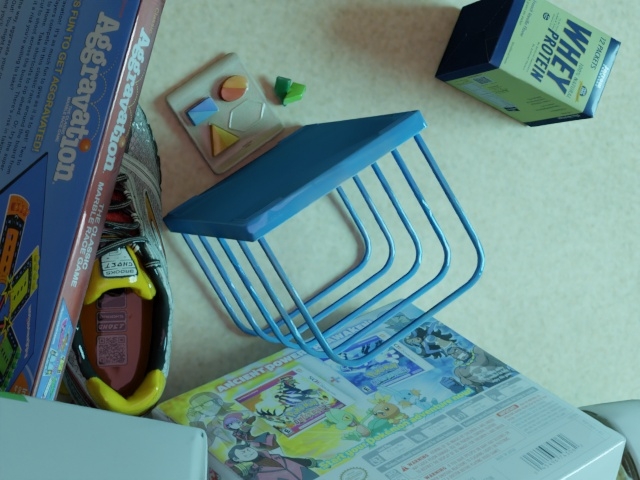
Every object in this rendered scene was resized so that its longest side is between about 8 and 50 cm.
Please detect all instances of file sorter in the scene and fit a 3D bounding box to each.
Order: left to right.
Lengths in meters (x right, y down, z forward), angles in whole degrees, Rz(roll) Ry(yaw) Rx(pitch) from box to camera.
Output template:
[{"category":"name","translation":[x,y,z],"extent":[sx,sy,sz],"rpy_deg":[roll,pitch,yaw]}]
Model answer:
[{"category":"file sorter","translation":[0.000,0.000,0.763],"extent":[0.118,0.170,0.104],"rpy_deg":[-33,104,-17]}]

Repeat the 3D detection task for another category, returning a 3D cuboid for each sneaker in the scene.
[{"category":"sneaker","translation":[-0.122,0.000,0.758],"extent":[0.088,0.093,0.225],"rpy_deg":[-10,92,-19]}]

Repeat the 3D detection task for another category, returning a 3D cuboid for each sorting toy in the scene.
[{"category":"sorting toy","translation":[-0.050,-0.090,0.827],"extent":[0.083,0.012,0.062],"rpy_deg":[-37,101,-16]}]

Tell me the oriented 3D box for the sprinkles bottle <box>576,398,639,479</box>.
[{"category":"sprinkles bottle","translation":[0.063,0.183,0.807],"extent":[0.355,0.121,0.121],"rpy_deg":[-6,91,-19]}]

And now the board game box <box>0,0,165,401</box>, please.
[{"category":"board game box","translation":[-0.188,-0.016,0.723],"extent":[0.145,0.027,0.281],"rpy_deg":[12,84,26]}]

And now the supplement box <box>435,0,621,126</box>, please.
[{"category":"supplement box","translation":[0.137,-0.120,0.856],"extent":[0.083,0.083,0.056],"rpy_deg":[24,82,-19]}]

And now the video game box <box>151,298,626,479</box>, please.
[{"category":"video game box","translation":[0.038,0.121,0.741],"extent":[0.205,0.187,0.048],"rpy_deg":[-20,130,-36]}]

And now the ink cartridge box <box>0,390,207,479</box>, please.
[{"category":"ink cartridge box","translation":[-0.184,0.220,0.646],"extent":[0.201,0.117,0.278],"rpy_deg":[12,115,-8]}]
